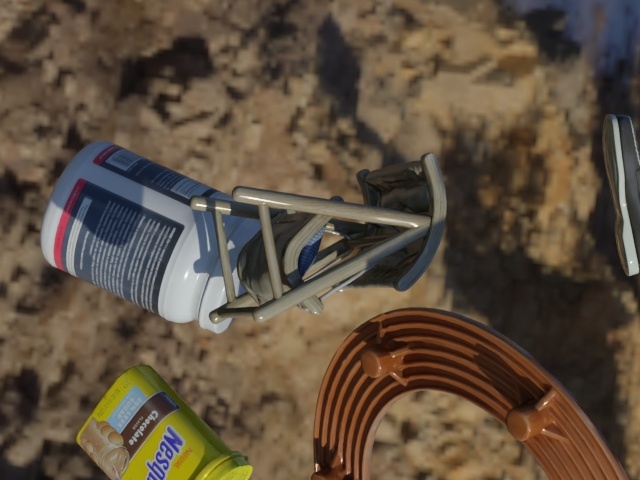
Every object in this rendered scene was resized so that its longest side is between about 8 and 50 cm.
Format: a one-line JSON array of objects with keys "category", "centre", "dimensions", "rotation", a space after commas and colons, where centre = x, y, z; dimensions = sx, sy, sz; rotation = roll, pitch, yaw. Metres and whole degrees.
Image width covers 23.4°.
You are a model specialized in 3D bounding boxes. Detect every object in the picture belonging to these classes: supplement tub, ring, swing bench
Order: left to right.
[{"category": "supplement tub", "centre": [-0.224, -0.004, 2.102], "dimensions": [0.191, 0.272, 0.191], "rotation": [-61, 169, -21]}, {"category": "swing bench", "centre": [0.000, 0.000, 1.862], "dimensions": [0.253, 0.255, 0.165], "rotation": [172, -91, -74]}, {"category": "ring", "centre": [0.095, 0.208, 1.048], "dimensions": [0.032, 0.336, 0.336], "rotation": [-18, 119, -36]}]

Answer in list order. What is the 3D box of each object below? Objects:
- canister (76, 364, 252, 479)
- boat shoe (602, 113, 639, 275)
[{"category": "canister", "centre": [-0.173, 0.233, 1.675], "dimensions": [0.126, 0.170, 0.073], "rotation": [-54, 157, 15]}, {"category": "boat shoe", "centre": [0.431, -0.067, 2.101], "dimensions": [0.081, 0.069, 0.227], "rotation": [-96, 175, -74]}]
